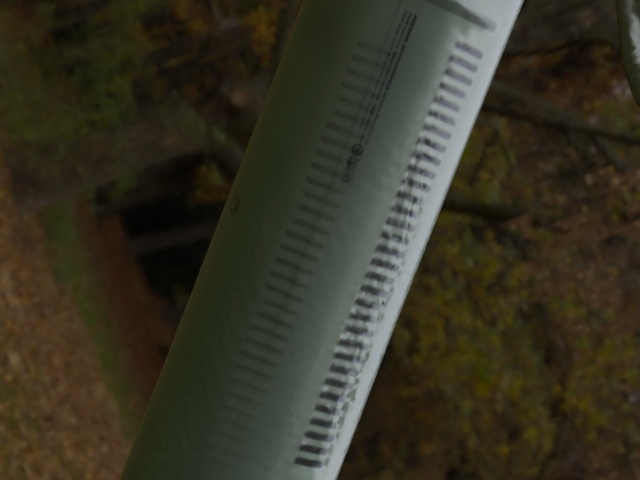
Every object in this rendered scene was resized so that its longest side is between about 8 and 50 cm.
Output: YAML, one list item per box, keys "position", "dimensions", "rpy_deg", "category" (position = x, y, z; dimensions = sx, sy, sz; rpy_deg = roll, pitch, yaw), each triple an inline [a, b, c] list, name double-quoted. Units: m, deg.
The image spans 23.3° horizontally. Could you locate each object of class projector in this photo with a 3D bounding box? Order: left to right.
- position: [0.000, 0.000, 0.784]
  dimensions: [0.108, 0.108, 0.337]
  rpy_deg: [-137, -113, -78]
  category: "projector"

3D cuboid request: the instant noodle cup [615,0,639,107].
- position: [0.169, -0.083, 0.274]
  dimensions: [0.235, 0.178, 0.235]
  rpy_deg: [-164, -90, -85]
  category: "instant noodle cup"
